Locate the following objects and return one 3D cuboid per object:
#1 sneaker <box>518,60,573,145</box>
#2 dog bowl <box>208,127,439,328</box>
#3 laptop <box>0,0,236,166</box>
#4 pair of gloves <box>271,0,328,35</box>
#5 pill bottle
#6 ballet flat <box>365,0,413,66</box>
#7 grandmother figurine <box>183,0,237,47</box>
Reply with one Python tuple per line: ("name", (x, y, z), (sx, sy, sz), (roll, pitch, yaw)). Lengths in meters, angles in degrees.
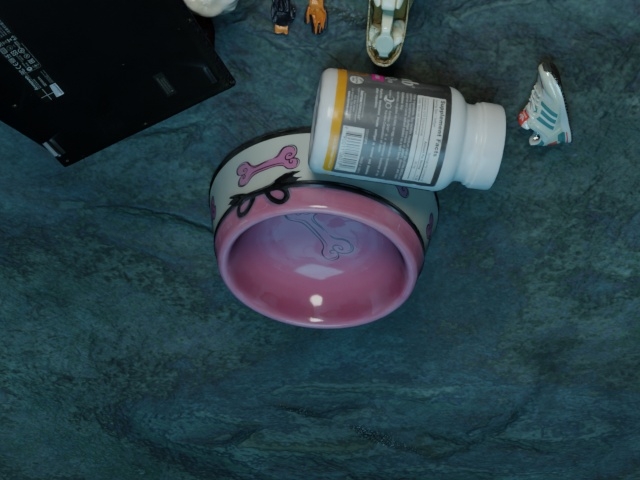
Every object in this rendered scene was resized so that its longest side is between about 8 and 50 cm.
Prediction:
("sneaker", (0.335, -0.199, 1.560), (0.075, 0.057, 0.161), (-13, 140, 14))
("dog bowl", (0.000, 0.000, 1.774), (0.408, 0.150, 0.408), (4, 141, 3))
("laptop", (-0.384, -0.303, 1.290), (0.408, 0.236, 0.382), (-24, 142, 8))
("pair of gloves", (-0.030, -0.326, 1.486), (0.083, 0.010, 0.074), (5, 142, 5))
("pill bottle", (0.127, -0.161, 1.552), (0.278, 0.162, 0.162), (8, 141, -5))
("ballet flat", (0.098, -0.325, 1.427), (0.073, 0.067, 0.206), (3, 141, 5))
("grandmother figurine", (-0.236, -0.300, 1.449), (0.208, 0.104, 0.342), (11, 153, -44))
